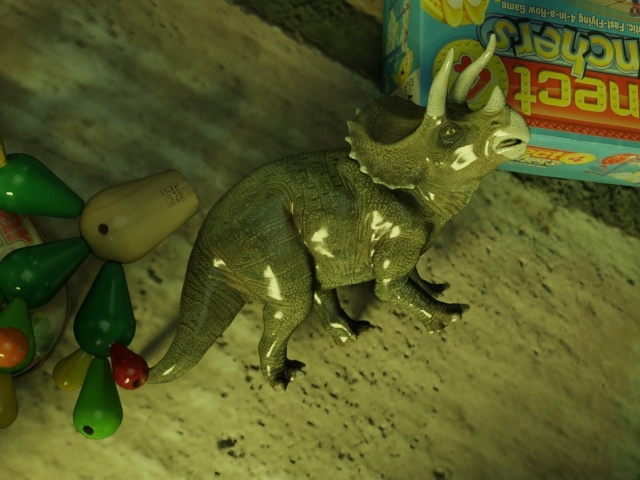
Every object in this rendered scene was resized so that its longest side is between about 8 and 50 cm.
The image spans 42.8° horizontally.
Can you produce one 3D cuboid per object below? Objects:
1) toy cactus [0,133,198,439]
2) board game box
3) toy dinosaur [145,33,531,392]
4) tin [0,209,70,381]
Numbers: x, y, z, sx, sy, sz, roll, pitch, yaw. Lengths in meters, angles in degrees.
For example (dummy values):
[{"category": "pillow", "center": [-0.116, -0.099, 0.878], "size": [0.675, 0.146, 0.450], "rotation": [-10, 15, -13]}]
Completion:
[{"category": "toy cactus", "center": [-0.157, 0.003, 0.493], "size": [0.180, 0.112, 0.219], "rotation": [-33, 81, -28]}, {"category": "board game box", "center": [0.207, -0.207, 0.665], "size": [0.308, 0.086, 0.302], "rotation": [5, 78, -14]}, {"category": "toy dinosaur", "center": [0.000, 0.000, 0.553], "size": [0.313, 0.121, 0.160], "rotation": [-23, 99, 16]}, {"category": "tin", "center": [-0.238, 0.007, 0.532], "size": [0.106, 0.040, 0.190], "rotation": [-30, 88, -14]}]
